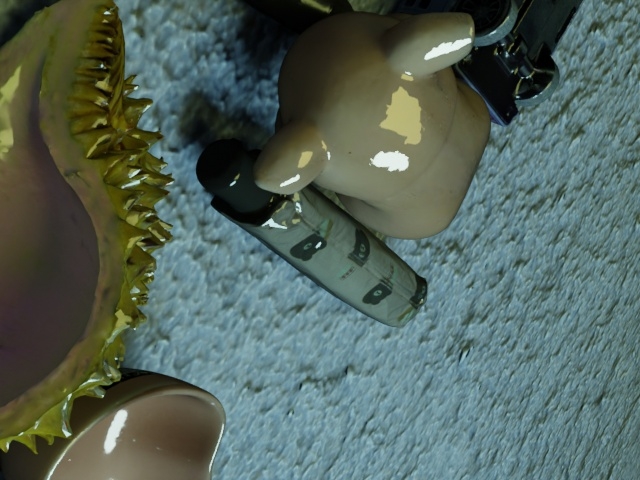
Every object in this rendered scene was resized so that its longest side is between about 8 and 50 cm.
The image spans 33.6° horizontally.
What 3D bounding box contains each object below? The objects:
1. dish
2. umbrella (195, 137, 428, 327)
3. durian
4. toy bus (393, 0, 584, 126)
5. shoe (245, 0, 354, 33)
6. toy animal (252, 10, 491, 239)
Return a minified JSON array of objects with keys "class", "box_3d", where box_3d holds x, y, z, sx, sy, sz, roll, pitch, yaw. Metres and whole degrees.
[{"class":"dish","box_3d":[-0.170,0.173,0.756,0.213,0.090,0.213,-37,142,-35]},{"class":"umbrella","box_3d":[0.000,0.000,0.899,0.337,0.073,0.067,36,72,-54]},{"class":"durian","box_3d":[-0.170,0.014,0.666,0.195,0.185,0.305,84,31,-70]},{"class":"toy bus","box_3d":[0.180,-0.258,0.933,0.125,0.133,0.292,36,82,-50]},{"class":"shoe","box_3d":[-0.004,-0.182,0.803,0.062,0.053,0.159,-62,148,1]},{"class":"toy animal","box_3d":[0.049,-0.082,0.803,0.166,0.154,0.250,-57,157,3]}]
